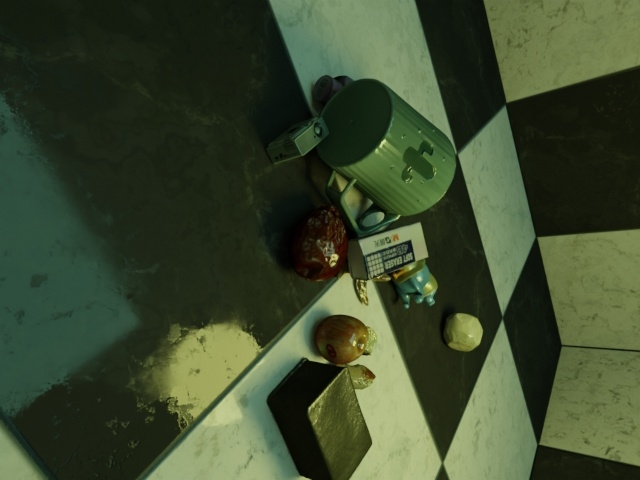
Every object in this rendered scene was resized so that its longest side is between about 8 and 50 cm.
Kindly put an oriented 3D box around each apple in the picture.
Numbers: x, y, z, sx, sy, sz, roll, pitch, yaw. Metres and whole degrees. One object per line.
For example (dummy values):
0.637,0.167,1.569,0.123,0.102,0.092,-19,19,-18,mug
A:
0.064,0.281,1.208,0.146,0.130,0.147,2,88,-54,apple

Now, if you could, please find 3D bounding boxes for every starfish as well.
0.151,0.093,1.384,0.277,0.062,0.236,-27,108,-39,starfish

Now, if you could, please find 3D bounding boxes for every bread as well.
0.127,0.311,1.322,0.083,0.070,0.077,50,52,-35,bread

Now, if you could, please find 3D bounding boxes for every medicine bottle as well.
0.068,-0.444,1.328,0.187,0.094,0.120,8,78,-49,medicine bottle

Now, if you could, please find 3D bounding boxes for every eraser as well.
0.216,0.029,1.344,0.286,0.086,0.131,-17,97,-35,eraser

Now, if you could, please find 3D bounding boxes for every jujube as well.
0.000,0.000,1.165,0.168,0.167,0.237,53,34,-31,jujube

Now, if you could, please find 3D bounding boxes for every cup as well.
0.193,-0.228,1.271,0.392,0.309,0.402,21,72,-49,cup

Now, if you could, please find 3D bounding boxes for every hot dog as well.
0.086,0.408,1.270,0.168,0.061,0.078,20,37,-26,hot dog

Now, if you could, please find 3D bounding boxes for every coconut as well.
0.612,0.381,1.818,0.161,0.160,0.162,41,54,-38,coconut

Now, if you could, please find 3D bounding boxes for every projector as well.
-0.062,-0.273,1.141,0.147,0.115,0.061,-51,124,-40,projector

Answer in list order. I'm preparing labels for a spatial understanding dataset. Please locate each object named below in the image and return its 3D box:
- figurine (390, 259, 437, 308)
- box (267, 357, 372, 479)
0.342,0.148,1.533,0.262,0.153,0.180,53,41,-20,figurine
0.007,0.474,1.110,0.184,0.143,0.274,-36,114,-45,box
